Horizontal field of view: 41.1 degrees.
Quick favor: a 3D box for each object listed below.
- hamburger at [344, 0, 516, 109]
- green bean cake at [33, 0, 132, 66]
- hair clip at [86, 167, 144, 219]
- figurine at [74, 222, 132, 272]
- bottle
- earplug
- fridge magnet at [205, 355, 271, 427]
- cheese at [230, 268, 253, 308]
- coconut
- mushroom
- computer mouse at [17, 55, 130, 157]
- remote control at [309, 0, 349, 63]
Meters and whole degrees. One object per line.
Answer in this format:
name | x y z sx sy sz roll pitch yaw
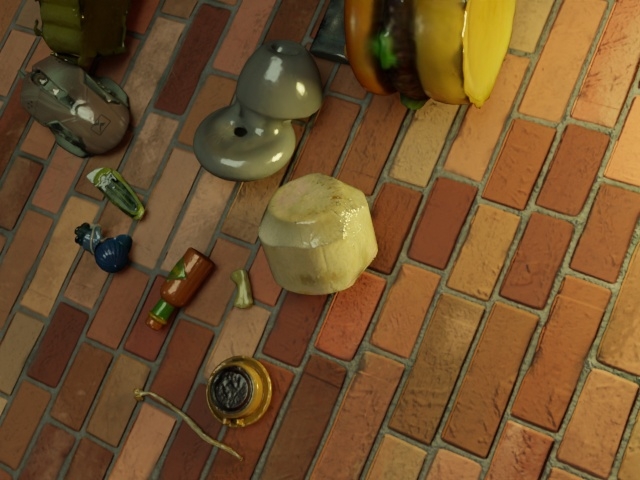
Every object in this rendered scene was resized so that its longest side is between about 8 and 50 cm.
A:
hamburger | 0.199 -0.462 1.613 0.278 0.396 0.395 12 78 22
green bean cake | -0.535 -0.578 1.993 0.202 0.285 0.309 17 111 22
hair clip | -0.452 -0.108 1.919 0.060 0.033 0.188 -47 63 -1
figurine | -0.480 0.010 1.873 0.149 0.087 0.086 27 122 25
bottle | -0.300 0.106 1.785 0.069 0.069 0.187 33 88 24
earplug | -0.128 -0.266 1.777 0.214 0.175 0.325 35 88 26
fridge magnet | -0.164 0.297 1.683 0.143 0.063 0.143 -5 75 20
cheese | -0.164 0.100 1.760 0.044 0.030 0.083 -15 76 8
coconut | 0.001 -0.003 1.642 0.241 0.241 0.241 -5 73 18
mushroom | -0.268 0.366 1.724 0.286 0.026 0.028 24 99 22
computer mouse | -0.599 -0.338 1.997 0.389 0.115 0.199 35 84 24
remote control | 0.092 -0.566 1.863 0.107 0.044 0.377 20 82 19
